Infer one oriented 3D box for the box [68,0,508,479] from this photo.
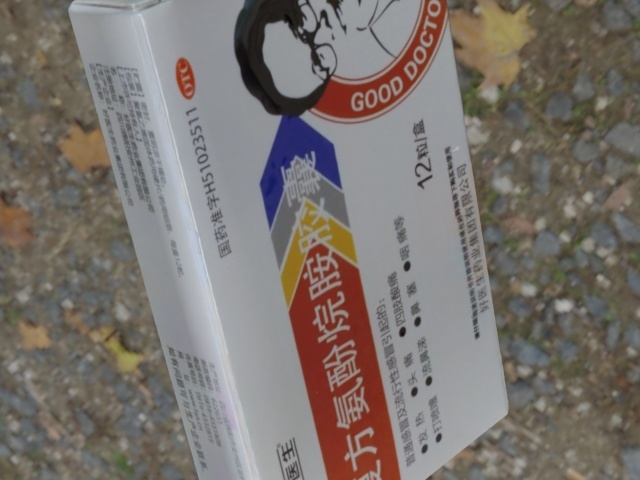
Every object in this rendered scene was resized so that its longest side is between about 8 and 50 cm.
[{"bbox_3d":[0.000,0.000,0.744,0.069,0.214,0.353,12,123,46],"label":"box"}]
